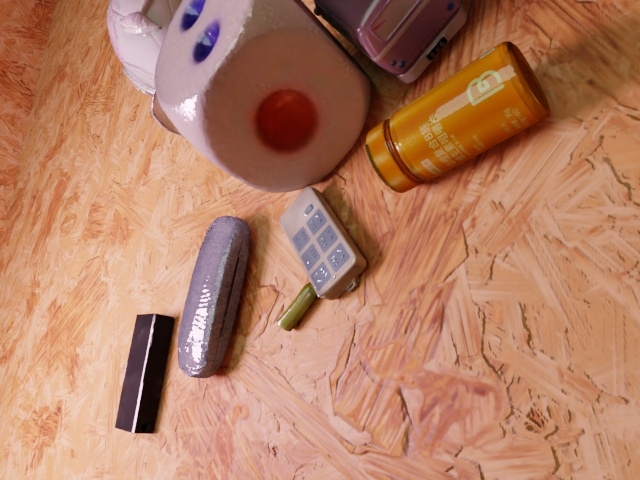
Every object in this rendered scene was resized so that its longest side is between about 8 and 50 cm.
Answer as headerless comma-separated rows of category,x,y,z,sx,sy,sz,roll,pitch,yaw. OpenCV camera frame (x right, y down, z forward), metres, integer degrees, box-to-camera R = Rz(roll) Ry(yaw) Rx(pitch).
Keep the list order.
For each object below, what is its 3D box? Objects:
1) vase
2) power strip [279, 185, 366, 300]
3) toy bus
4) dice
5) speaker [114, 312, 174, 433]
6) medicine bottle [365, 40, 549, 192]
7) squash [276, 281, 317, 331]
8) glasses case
vase,-0.324,-0.408,1.089,0.250,0.249,0.445,-49,51,19
power strip,0.000,0.000,0.729,0.081,0.035,0.192,-49,47,20
toy bus,0.087,-0.335,0.697,0.142,0.142,0.203,-50,46,19
dice,-0.085,-0.245,0.754,0.243,0.259,0.251,-45,46,20
speaker,-0.339,0.254,0.961,0.082,0.044,0.218,-11,67,42
medicine bottle,0.155,-0.138,0.583,0.191,0.096,0.096,-27,56,34
squash,-0.030,0.095,0.726,0.083,0.027,0.027,-52,45,16
glasses case,-0.185,0.093,0.855,0.109,0.067,0.283,-2,74,48
